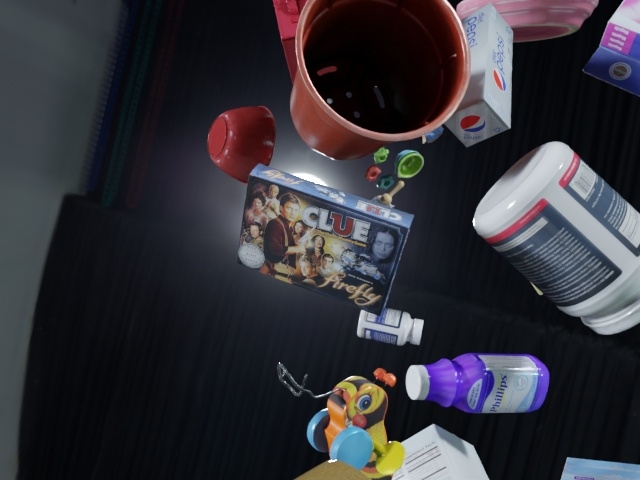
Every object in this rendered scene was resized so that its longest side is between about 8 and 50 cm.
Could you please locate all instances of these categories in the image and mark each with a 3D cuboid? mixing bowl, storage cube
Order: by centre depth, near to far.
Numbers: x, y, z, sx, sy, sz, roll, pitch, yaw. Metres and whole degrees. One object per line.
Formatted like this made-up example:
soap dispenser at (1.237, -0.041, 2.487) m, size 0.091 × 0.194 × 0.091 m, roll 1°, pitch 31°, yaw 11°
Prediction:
storage cube at (0.013, -0.442, 1.309) m, size 0.193 × 0.184 × 0.215 m, roll -13°, pitch -24°, yaw 3°
mixing bowl at (-0.188, -0.220, 1.404) m, size 0.098 × 0.181 × 0.181 m, roll 8°, pitch 4°, yaw -36°

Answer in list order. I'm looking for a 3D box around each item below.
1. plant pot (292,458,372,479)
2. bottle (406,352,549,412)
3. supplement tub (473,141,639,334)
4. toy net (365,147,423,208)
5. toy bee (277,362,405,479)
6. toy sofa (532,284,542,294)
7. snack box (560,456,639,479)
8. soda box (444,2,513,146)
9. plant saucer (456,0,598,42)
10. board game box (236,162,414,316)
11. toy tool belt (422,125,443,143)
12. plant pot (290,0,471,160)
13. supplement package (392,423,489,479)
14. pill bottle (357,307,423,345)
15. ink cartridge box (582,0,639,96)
plant pot at (-0.027, 0.381, 0.705) m, size 0.237 × 0.254 × 0.237 m, roll 30°, pitch -36°, yaw 24°
bottle at (0.312, 0.284, 1.262) m, size 0.282 × 0.118 × 0.092 m, roll 5°, pitch 17°, yaw -17°
supplement tub at (0.397, -0.003, 0.993) m, size 0.272 × 0.191 × 0.191 m, roll 43°, pitch -1°, yaw -3°
toy net at (0.156, -0.118, 1.498) m, size 0.122 × 0.232 × 0.045 m, roll -8°, pitch 45°, yaw -28°
toy bee at (0.067, 0.290, 1.002) m, size 0.162 × 0.298 × 0.195 m, roll -30°, pitch 44°, yaw -21°
toy sofa at (0.528, 0.033, 1.290) m, size 0.150 × 0.177 × 0.362 m, roll 55°, pitch 5°, yaw -2°
snack box at (0.569, 0.505, 1.173) m, size 0.174 × 0.070 × 0.207 m, roll -11°, pitch -61°, yaw 43°
soda box at (0.307, -0.325, 1.228) m, size 0.098 × 0.286 × 0.091 m, roll -21°, pitch -46°, yaw 41°
plant saucer at (0.503, -0.548, 1.551) m, size 0.332 × 0.084 × 0.332 m, roll -2°, pitch 9°, yaw 0°
board game box at (0.000, 0.000, 0.944) m, size 0.243 × 0.165 × 0.042 m, roll 19°, pitch 33°, yaw 10°
toy tool belt at (0.286, -0.279, 1.578) m, size 0.052 × 0.083 × 0.051 m, roll 37°, pitch 33°, yaw -15°
plant pot at (0.070, -0.262, 1.058) m, size 0.272 × 0.272 × 0.265 m, roll 14°, pitch -10°, yaw -10°
supplement package at (0.249, 0.564, 1.303) m, size 0.199 × 0.198 × 0.263 m, roll 38°, pitch 23°, yaw -43°
pill bottle at (0.192, 0.234, 1.721) m, size 0.169 × 0.094 × 0.094 m, roll 11°, pitch 0°, yaw 11°
ink cartridge box at (0.769, -0.422, 1.280) m, size 0.324 × 0.330 × 0.071 m, roll 33°, pitch -9°, yaw 24°
